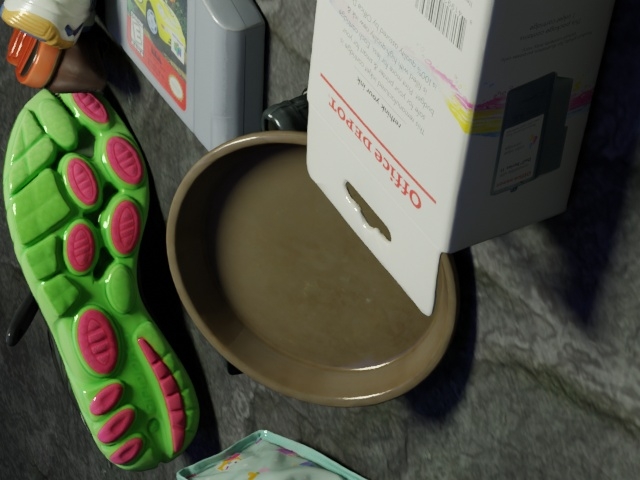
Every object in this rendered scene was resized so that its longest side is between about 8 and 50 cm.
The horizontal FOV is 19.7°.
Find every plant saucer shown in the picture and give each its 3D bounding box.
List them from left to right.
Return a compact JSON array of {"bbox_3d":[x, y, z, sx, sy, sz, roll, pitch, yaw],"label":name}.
[{"bbox_3d":[-0.004,0.023,1.620,0.278,0.041,0.278,12,122,19],"label":"plant saucer"}]

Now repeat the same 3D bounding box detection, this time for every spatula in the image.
[{"bbox_3d":[-0.351,0.034,2.332,0.296,0.030,0.084,-79,-8,-53],"label":"spatula"}]

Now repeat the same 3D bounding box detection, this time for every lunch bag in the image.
[{"bbox_3d":[-0.013,0.346,1.909,0.262,0.160,0.223,16,119,44],"label":"lunch bag"}]

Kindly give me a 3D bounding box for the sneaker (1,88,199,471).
[{"bbox_3d":[-0.288,0.047,2.239,0.202,0.185,0.482,14,117,65],"label":"sneaker"}]

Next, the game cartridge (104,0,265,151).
[{"bbox_3d":[-0.147,-0.237,1.883,0.294,0.060,0.196,49,144,40],"label":"game cartridge"}]

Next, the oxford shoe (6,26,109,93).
[{"bbox_3d":[-0.309,-0.230,2.181,0.097,0.098,0.271,-63,22,19],"label":"oxford shoe"}]

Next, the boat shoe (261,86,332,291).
[{"bbox_3d":[0.000,0.000,1.692,0.114,0.091,0.302,31,134,55],"label":"boat shoe"}]

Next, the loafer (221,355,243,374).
[{"bbox_3d":[-0.090,0.075,1.984,0.061,0.062,0.170,61,153,33],"label":"loafer"}]

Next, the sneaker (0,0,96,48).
[{"bbox_3d":[-0.280,-0.304,2.046,0.131,0.112,0.296,-63,16,13],"label":"sneaker"}]

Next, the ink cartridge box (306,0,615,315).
[{"bbox_3d":[0.096,-0.140,1.349,0.207,0.119,0.353,51,149,36],"label":"ink cartridge box"}]
